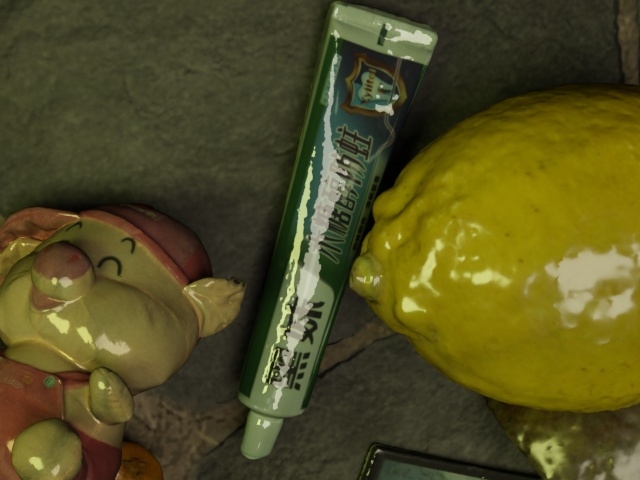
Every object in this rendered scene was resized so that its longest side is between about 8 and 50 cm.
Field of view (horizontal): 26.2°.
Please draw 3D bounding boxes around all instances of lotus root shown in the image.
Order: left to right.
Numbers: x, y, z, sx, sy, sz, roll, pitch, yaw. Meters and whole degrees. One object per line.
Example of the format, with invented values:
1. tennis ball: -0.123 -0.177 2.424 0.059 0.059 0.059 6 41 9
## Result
1. lotus root: 0.327 0.137 1.268 0.314 0.142 0.210 -34 113 -9

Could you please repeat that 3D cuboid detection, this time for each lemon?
1. lemon: 0.202 0.009 1.113 0.316 0.285 0.285 -42 117 -26

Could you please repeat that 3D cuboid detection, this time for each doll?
1. doll: -0.186 0.077 1.027 0.196 0.152 0.256 29 60 1

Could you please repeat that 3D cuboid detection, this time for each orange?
1. orange: -0.173 0.199 1.146 0.086 0.062 0.086 -10 126 -14

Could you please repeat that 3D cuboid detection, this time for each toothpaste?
1. toothpaste: 0.000 0.000 1.147 0.098 0.061 0.392 13 99 -21

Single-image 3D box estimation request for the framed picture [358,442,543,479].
1. framed picture: 0.157 0.346 1.339 0.347 0.016 0.265 16 101 -23
